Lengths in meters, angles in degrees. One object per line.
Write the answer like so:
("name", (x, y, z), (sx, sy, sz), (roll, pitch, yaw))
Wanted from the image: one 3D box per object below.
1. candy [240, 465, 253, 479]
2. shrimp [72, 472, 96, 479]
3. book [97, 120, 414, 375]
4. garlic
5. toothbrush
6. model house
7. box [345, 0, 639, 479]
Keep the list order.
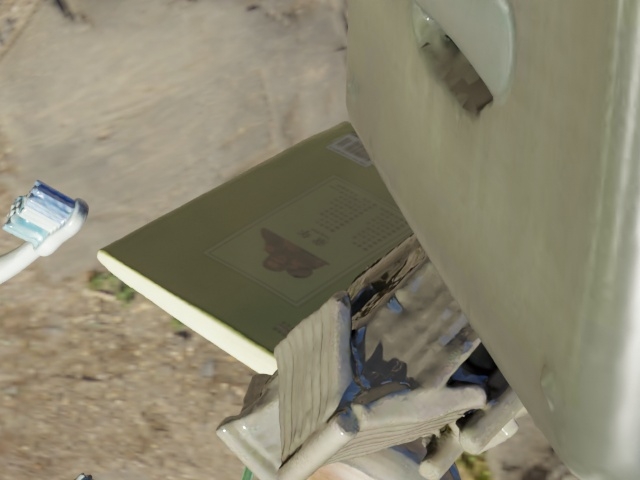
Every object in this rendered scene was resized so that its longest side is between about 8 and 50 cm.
("candy", (-0.075, 0.272, 1.628), (0.091, 0.083, 0.305), (17, 87, 10))
("shrimp", (-0.204, 0.275, 1.609), (0.161, 0.049, 0.166), (-6, 132, -24))
("book", (0.000, 0.000, 1.546), (0.352, 0.239, 0.035), (-32, 142, -42))
("garlic", (0.065, 0.316, 1.986), (0.292, 0.210, 0.237), (31, 106, 7))
("toothbrush", (-0.237, 0.031, 1.086), (0.040, 0.386, 0.040), (10, 70, -29))
("model house", (0.041, 0.079, 0.948), (0.188, 0.229, 0.122), (-36, 90, -30))
("box", (0.112, -0.069, 0.453), (0.166, 0.290, 0.220), (-3, 115, -12))
